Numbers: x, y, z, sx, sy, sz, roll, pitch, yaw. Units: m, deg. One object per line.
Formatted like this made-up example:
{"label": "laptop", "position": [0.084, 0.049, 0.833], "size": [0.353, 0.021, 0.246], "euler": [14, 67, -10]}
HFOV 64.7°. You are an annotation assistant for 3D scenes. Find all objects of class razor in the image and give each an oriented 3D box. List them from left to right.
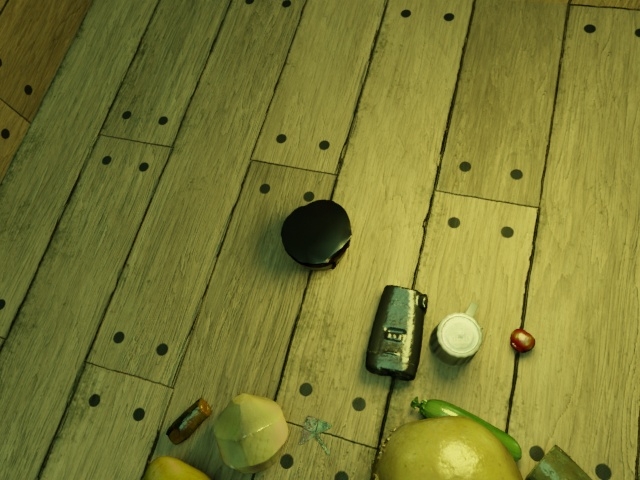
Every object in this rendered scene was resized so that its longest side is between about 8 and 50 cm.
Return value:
{"label": "razor", "position": [0.277, 0.326, 1.809], "size": [0.189, 0.107, 0.327], "euler": [11, 71, 14]}

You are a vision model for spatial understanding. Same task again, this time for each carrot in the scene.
{"label": "carrot", "position": [-0.477, 0.658, 1.833], "size": [0.173, 0.082, 0.082], "euler": [-43, 68, -6]}

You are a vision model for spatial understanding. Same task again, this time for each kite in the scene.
{"label": "kite", "position": [-0.016, 0.688, 1.780], "size": [0.137, 0.005, 0.153], "euler": [-29, 68, 1]}

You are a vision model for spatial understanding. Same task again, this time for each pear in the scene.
{"label": "pear", "position": [-0.488, 0.878, 1.657], "size": [0.336, 0.285, 0.285], "euler": [9, 71, 29]}

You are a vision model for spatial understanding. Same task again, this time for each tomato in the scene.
{"label": "tomato", "position": [0.692, 0.348, 1.740], "size": [0.087, 0.087, 0.075], "euler": [35, 82, 20]}

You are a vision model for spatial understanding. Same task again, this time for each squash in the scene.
{"label": "squash", "position": [0.479, 0.616, 1.669], "size": [0.378, 0.101, 0.101], "euler": [24, 75, 19]}

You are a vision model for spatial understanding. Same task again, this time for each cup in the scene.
{"label": "cup", "position": [0.464, 0.312, 1.730], "size": [0.166, 0.202, 0.221], "euler": [0, 70, 8]}

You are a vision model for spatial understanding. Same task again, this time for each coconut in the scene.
{"label": "coconut", "position": [-0.244, 0.643, 1.722], "size": [0.259, 0.259, 0.260], "euler": [-3, 69, 9]}

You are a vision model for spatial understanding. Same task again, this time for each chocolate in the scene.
{"label": "chocolate", "position": [0.000, 0.000, 1.941], "size": [0.283, 0.186, 0.284], "euler": [-7, 60, 13]}

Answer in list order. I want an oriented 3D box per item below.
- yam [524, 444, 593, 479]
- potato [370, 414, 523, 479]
{"label": "yam", "position": [0.761, 0.771, 1.529], "size": [0.161, 0.161, 0.268], "euler": [-40, 69, -6]}
{"label": "potato", "position": [0.360, 0.707, 1.532], "size": [0.441, 0.385, 0.320], "euler": [-17, 49, 3]}
